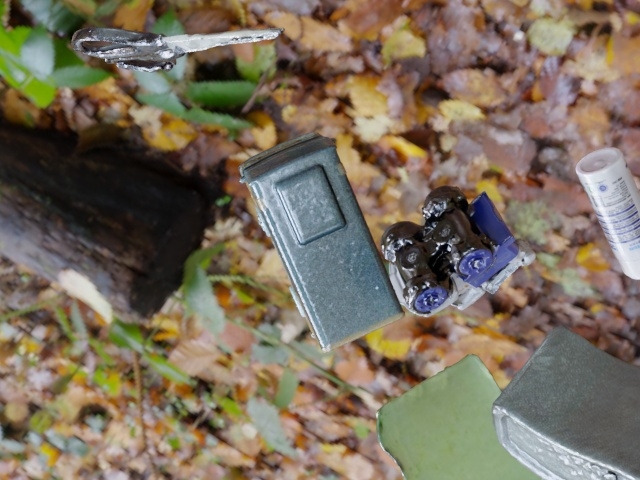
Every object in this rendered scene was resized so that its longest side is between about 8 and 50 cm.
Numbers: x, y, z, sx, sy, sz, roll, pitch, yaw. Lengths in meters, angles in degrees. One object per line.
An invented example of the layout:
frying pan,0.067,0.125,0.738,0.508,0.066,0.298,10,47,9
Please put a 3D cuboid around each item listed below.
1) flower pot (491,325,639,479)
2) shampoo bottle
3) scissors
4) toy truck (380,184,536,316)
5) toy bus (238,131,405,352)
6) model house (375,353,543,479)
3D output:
flower pot,0.269,0.176,0.836,0.229,0.108,0.103,26,150,42
shampoo bottle,0.586,-0.031,1.836,0.092,0.092,0.303,-6,125,46
scissors,-0.140,-0.196,0.967,0.300,0.022,0.109,7,175,44
toy truck,0.217,0.031,1.544,0.213,0.161,0.177,-42,133,20
toy bus,0.000,0.000,1.304,0.167,0.138,0.275,-135,21,-79
model house,0.179,0.299,1.350,0.214,0.195,0.189,56,167,9
